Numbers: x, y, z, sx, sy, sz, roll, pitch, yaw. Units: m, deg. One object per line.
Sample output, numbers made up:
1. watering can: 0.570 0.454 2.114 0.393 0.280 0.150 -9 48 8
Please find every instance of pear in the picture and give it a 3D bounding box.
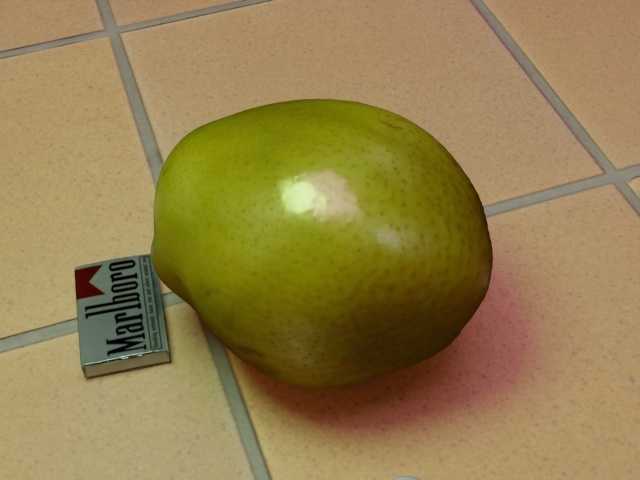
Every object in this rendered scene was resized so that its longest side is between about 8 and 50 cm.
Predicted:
1. pear: 0.000 0.000 1.214 0.418 0.362 0.362 16 49 10

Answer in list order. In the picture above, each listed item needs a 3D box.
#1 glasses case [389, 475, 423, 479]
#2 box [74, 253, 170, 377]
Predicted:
1. glasses case: 0.140 0.351 1.076 0.092 0.059 0.233 -33 54 -23
2. box: -0.270 0.100 1.348 0.115 0.036 0.177 -10 47 -7
